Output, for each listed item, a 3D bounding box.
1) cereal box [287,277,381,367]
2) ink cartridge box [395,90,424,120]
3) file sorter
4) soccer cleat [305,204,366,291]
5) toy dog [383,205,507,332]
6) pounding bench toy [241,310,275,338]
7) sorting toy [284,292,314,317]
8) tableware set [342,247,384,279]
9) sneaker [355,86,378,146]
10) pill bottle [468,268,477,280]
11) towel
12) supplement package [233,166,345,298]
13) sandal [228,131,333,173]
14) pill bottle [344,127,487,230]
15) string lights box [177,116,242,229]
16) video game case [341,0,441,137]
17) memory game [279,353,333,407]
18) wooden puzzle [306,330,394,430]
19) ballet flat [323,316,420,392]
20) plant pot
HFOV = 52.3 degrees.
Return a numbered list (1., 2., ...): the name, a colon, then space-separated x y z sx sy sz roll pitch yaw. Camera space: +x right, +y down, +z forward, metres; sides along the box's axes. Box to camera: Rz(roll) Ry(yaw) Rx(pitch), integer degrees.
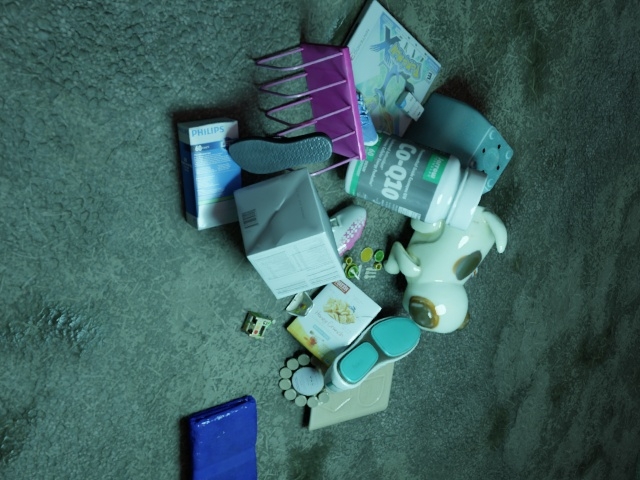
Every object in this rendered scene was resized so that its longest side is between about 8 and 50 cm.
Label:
1. cereal box: 0.041 0.238 1.963 0.240 0.173 0.047 -47 168 -12
2. ink cartridge box: 0.263 -0.395 1.922 0.083 0.028 0.048 37 84 -38
3. file sorter: -0.033 -0.334 1.671 0.182 0.202 0.290 -25 120 -25
4. soccer cleat: 0.000 0.000 1.870 0.331 0.116 0.143 -48 128 -11
5. toy dog: 0.389 0.084 2.020 0.285 0.395 0.407 10 94 -50
6. pounding bench toy: -0.175 0.249 1.877 0.083 0.052 0.065 19 95 -39
7. sorting toy: -0.053 0.195 1.930 0.045 0.075 0.083 41 81 -38
8. tableware set: 0.135 0.073 2.052 0.154 0.024 0.104 5 104 -36
9. sneaker: 0.085 -0.343 1.727 0.080 0.081 0.211 -35 91 -19
10. pill bottle: 0.467 0.125 2.269 0.152 0.086 0.086 -38 125 -20
11. towel: -0.291 0.622 1.925 0.228 0.076 0.308 -13 113 -39
12. supplement package: -0.074 -0.011 1.664 0.198 0.199 0.262 -18 150 5
13. sandal: -0.095 -0.219 1.595 0.255 0.054 0.097 -2 127 7
14. pill bottle: 0.265 -0.168 1.824 0.204 0.361 0.204 21 90 -81
15. string lights box: -0.273 -0.170 1.638 0.133 0.077 0.259 -14 115 -32
16. video game case: 0.177 -0.467 1.877 0.329 0.036 0.300 30 88 -39
17. memory game: -0.037 0.431 2.005 0.186 0.012 0.186 1 108 2
18. wooden puzzle: 0.101 0.437 2.133 0.322 0.080 0.347 -4 114 -34
19. ballet flat: 0.148 0.344 1.979 0.400 0.139 0.139 -25 121 -45
20. plant pot: 0.429 -0.270 1.992 0.248 0.252 0.247 37 84 -38
